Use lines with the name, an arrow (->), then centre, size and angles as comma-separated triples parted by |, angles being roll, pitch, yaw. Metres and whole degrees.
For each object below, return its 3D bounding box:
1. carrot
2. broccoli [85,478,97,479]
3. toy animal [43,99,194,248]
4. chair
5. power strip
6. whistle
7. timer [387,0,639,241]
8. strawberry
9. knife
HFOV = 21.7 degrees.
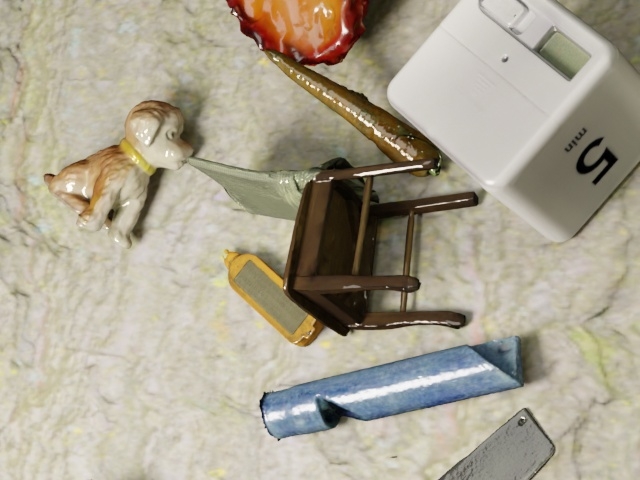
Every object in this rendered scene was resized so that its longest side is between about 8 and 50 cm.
carrot -> 0.037, -0.151, 1.926 | 0.254, 0.049, 0.049 | 36, 93, 11
broccoli -> -0.279, 0.387, 1.912 | 0.219, 0.194, 0.194 | -39, 54, -15
toy animal -> -0.261, -0.111, 2.106 | 0.184, 0.104, 0.185 | 37, 98, 42
chair -> 0.000, 0.000, 1.874 | 0.319, 0.160, 0.186 | -1, 70, 28
power strip -> -0.060, 0.062, 1.963 | 0.178, 0.028, 0.049 | 41, 95, 34
whistle -> 0.078, 0.161, 1.826 | 0.304, 0.062, 0.062 | -15, 66, 25
timer -> 0.223, -0.143, 1.769 | 0.194, 0.195, 0.192 | -49, 56, 6
strawberry -> -0.012, -0.364, 2.031 | 0.265, 0.149, 0.336 | -11, 78, 21
knife -> 0.142, 0.279, 1.771 | 0.245, 0.019, 0.072 | -41, 58, 10
